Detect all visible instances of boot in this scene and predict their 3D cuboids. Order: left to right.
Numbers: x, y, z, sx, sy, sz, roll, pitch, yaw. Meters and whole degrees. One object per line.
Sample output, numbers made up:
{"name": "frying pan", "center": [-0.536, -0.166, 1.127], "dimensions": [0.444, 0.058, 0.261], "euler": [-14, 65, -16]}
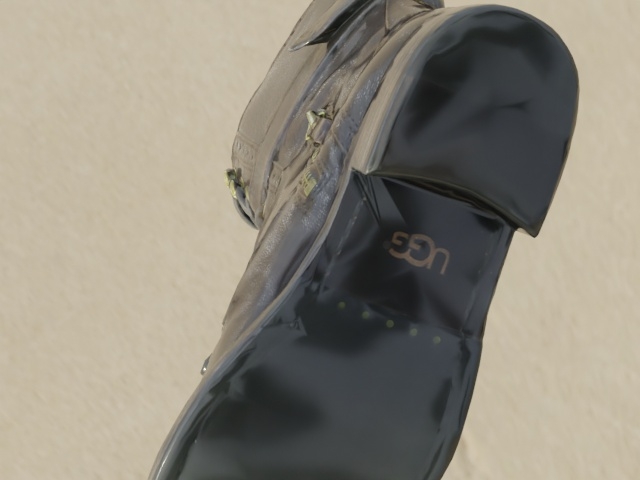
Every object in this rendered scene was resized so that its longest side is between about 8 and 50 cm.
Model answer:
{"name": "boot", "center": [0.000, 0.000, 0.697], "dimensions": [0.263, 0.091, 0.229], "euler": [-59, 18, 3]}
